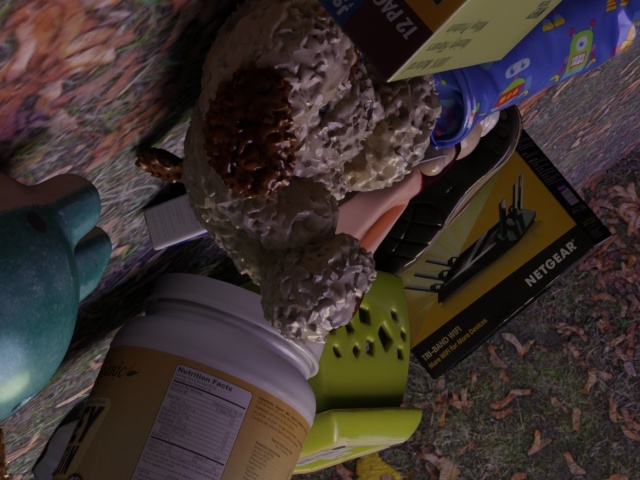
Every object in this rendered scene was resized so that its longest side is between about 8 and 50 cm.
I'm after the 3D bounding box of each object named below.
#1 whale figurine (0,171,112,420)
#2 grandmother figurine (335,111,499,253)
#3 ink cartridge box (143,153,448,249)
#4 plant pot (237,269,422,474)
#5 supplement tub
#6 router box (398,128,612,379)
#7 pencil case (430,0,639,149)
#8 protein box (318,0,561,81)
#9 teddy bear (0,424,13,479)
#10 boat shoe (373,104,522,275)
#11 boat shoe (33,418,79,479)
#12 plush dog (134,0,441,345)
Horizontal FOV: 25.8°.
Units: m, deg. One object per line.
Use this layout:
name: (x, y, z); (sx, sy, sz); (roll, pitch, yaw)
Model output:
whale figurine: (-0.217, 0.049, 0.945); (0.216, 0.141, 0.272); (-41, 170, 11)
grandmother figurine: (0.073, -0.061, 1.452); (0.208, 0.104, 0.342); (-5, -149, 48)
ink cartridge box: (-0.020, -0.053, 1.257); (0.208, 0.045, 0.206); (-16, -178, 31)
plant pot: (-0.024, 0.163, 1.661); (0.228, 0.207, 0.227); (-23, 163, 31)
supplement tub: (-0.138, 0.215, 1.422); (0.228, 0.228, 0.316); (112, -1, -70)
router box: (0.193, -0.001, 1.866); (0.309, 0.243, 0.081); (-45, 168, 29)
pencil case: (0.184, -0.186, 1.347); (0.306, 0.119, 0.133); (-30, 134, -37)
protein box: (0.106, -0.223, 0.883); (0.201, 0.136, 0.200); (-44, 169, 28)
teddy bear: (-0.317, 0.272, 0.976); (0.113, 0.338, 0.245); (-16, 160, 37)
boat shoe: (0.133, -0.059, 1.758); (0.324, 0.122, 0.120); (-41, 173, 19)
boat shoe: (-0.303, 0.275, 1.831); (0.084, 0.095, 0.258); (-36, -179, -36)
plush dog: (-0.029, -0.092, 1.003); (0.225, 0.210, 0.262); (102, 11, -53)
